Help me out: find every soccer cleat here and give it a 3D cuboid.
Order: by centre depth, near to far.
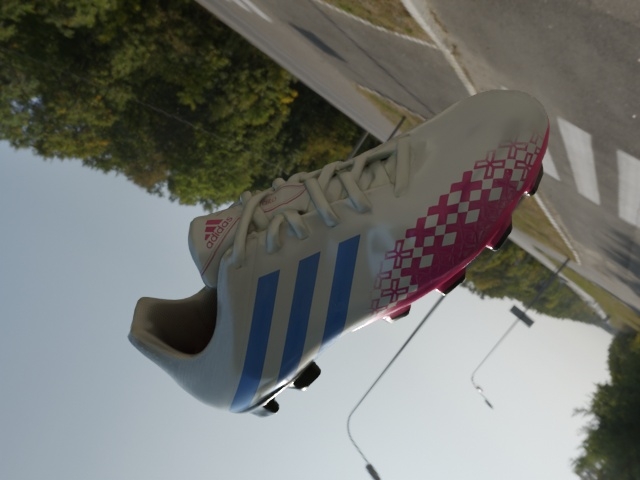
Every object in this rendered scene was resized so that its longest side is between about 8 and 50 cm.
[{"bbox_3d":[0.000,0.000,0.354,0.143,0.331,0.116,39,-164,-25],"label":"soccer cleat"}]
